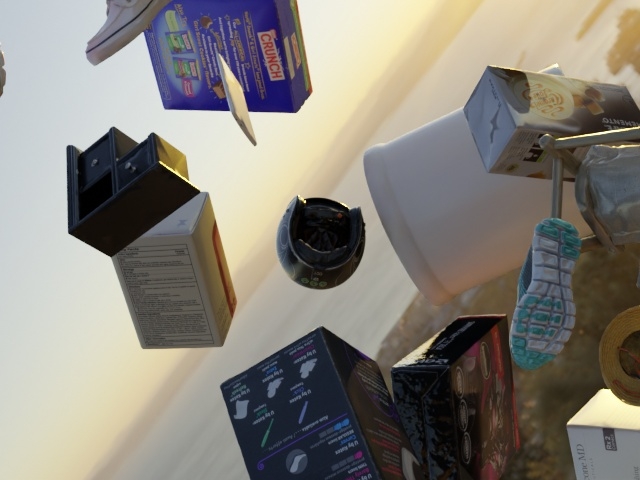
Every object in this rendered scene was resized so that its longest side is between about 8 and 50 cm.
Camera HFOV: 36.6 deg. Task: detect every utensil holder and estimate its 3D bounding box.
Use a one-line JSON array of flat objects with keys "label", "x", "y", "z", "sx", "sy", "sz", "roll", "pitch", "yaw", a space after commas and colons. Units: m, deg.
[{"label": "utensil holder", "x": 0.321, "y": -0.105, "z": 1.777, "sx": 0.385, "sy": 0.328, "sz": 0.327, "roll": -26, "pitch": 11, "yaw": 15}]

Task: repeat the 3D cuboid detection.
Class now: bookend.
[{"label": "bookend", "x": -0.237, "y": -0.089, "z": 1.207, "sx": 0.157, "sy": 0.072, "sz": 0.156, "roll": -33, "pitch": 46, "yaw": 22}]

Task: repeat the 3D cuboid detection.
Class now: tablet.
[{"label": "tablet", "x": -0.079, "y": -0.132, "z": 0.906, "sx": 0.006, "sy": 0.083, "sz": 0.054, "roll": -24, "pitch": -37, "yaw": 8}]

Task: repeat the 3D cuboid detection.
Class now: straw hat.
[{"label": "straw hat", "x": 0.452, "y": 0.162, "z": 1.386, "sx": 0.144, "sy": 0.144, "sz": 0.061, "roll": -53, "pitch": 4, "yaw": -2}]

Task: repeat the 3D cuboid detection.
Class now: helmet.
[{"label": "helmet", "x": 0.000, "y": 0.000, "z": 1.647, "sx": 0.169, "sy": 0.169, "sz": 0.161, "roll": -54, "pitch": -3, "yaw": -13}]

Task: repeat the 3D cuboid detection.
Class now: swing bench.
[{"label": "swing bench", "x": 0.428, "y": -0.034, "z": 1.127, "sx": 0.253, "sy": 0.254, "sz": 0.165, "roll": -3, "pitch": 79, "yaw": 50}]

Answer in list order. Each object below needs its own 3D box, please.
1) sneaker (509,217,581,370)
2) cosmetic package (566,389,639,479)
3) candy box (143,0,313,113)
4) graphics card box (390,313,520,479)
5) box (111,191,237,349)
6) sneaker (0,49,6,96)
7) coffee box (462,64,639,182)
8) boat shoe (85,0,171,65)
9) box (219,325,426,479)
[{"label": "sneaker", "x": 0.235, "y": 0.063, "z": 1.025, "sx": 0.076, "sy": 0.064, "sz": 0.167, "roll": 99, "pitch": -170, "yaw": -69}, {"label": "cosmetic package", "x": 0.531, "y": 0.347, "z": 1.595, "sx": 0.183, "sy": 0.151, "sz": 0.151, "roll": -4, "pitch": 13, "yaw": 40}, {"label": "candy box", "x": -0.196, "y": -0.407, "z": 2.016, "sx": 0.122, "sy": 0.317, "sz": 0.268, "roll": -59, "pitch": -32, "yaw": -48}, {"label": "graphics card box", "x": 0.213, "y": 0.256, "z": 1.456, "sx": 0.094, "sy": 0.233, "sz": 0.371, "roll": -4, "pitch": 5, "yaw": 24}, {"label": "box", "x": -0.238, "y": 0.051, "z": 1.581, "sx": 0.127, "sy": 0.148, "sz": 0.232, "roll": -76, "pitch": -20, "yaw": -55}, {"label": "sneaker", "x": -0.497, "y": -0.263, "z": 1.193, "sx": 0.103, "sy": 0.252, "sz": 0.111, "roll": -34, "pitch": 8, "yaw": 28}, {"label": "coffee box", "x": 0.355, "y": -0.167, "z": 1.439, "sx": 0.098, "sy": 0.246, "sz": 0.141, "roll": 116, "pitch": 151, "yaw": -45}, {"label": "boat shoe", "x": -0.276, "y": -0.342, "z": 1.391, "sx": 0.083, "sy": 0.076, "sz": 0.226, "roll": -13, "pitch": 34, "yaw": 47}, {"label": "box", "x": 0.021, "y": 0.258, "z": 1.061, "sx": 0.143, "sy": 0.270, "sz": 0.165, "roll": -31, "pitch": -33, "yaw": 13}]
